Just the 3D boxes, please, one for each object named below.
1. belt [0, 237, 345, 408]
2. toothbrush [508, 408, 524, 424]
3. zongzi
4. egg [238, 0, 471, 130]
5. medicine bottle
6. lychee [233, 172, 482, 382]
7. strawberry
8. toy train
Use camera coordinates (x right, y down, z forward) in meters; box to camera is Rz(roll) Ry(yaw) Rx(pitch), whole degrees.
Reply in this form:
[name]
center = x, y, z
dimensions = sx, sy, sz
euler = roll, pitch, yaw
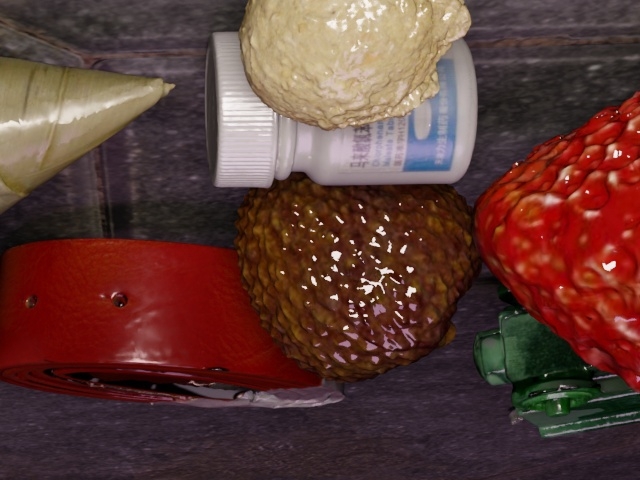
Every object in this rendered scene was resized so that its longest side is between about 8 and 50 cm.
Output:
[belt]
center = -0.119, 0.078, 1.400
dimensions = 0.324, 0.115, 0.227
euler = 7, 167, -19
[toothbrush]
center = 0.273, 0.188, 1.950
dimensions = 0.014, 0.017, 0.194
euler = -2, 157, -23
[zongzi]
center = -0.269, -0.033, 1.094
dimensions = 0.318, 0.154, 0.289
euler = -6, 168, -14
[egg]
center = 0.014, -0.124, 0.944
dimensions = 0.118, 0.116, 0.140
euler = 38, 138, -28
[medicine bottle]
center = 0.012, -0.086, 1.055
dimensions = 0.168, 0.105, 0.105
euler = -1, 159, -8
[lychee]
center = 0.031, 0.019, 1.232
dimensions = 0.194, 0.194, 0.194
euler = -4, 159, -2
[strawberry]
center = 0.296, 0.011, 1.139
dimensions = 0.310, 0.291, 0.292
euler = -28, 149, 34
[toy train]
center = 0.285, 0.093, 1.533
dimensions = 0.266, 0.145, 0.202
euler = -12, 161, 20
